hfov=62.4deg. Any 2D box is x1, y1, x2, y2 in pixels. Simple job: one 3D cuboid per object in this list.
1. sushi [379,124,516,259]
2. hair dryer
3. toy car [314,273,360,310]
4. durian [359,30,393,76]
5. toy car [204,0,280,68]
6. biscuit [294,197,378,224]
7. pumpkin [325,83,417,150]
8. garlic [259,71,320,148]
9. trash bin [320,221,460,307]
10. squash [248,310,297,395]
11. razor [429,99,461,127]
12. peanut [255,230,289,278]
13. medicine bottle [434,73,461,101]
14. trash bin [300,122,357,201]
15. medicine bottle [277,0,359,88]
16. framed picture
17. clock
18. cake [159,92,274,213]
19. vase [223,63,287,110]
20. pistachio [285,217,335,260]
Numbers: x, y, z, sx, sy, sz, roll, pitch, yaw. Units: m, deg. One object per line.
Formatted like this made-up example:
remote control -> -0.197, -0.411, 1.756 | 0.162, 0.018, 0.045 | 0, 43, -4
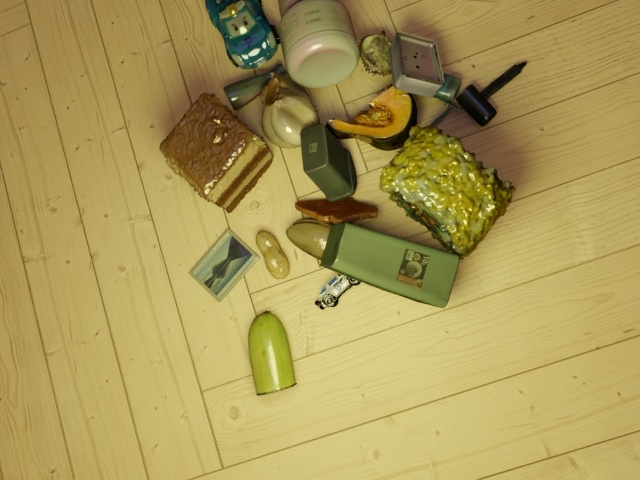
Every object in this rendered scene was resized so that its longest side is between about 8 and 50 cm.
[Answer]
sushi -> 0.344, -0.143, 1.502 | 0.351, 0.396, 0.240 | 41, 93, 17
hair dryer -> 0.569, -0.482, 1.681 | 0.255, 0.070, 0.128 | -37, 79, -2
toy car -> 0.053, 0.151, 1.660 | 0.170, 0.080, 0.070 | -42, 78, 2
durian -> 0.193, -0.608, 1.738 | 0.148, 0.091, 0.189 | 8, 73, -1
toy car -> -0.267, -0.737, 1.787 | 0.198, 0.166, 0.314 | -27, 80, 8
biscuit -> 0.047, -0.093, 1.660 | 0.280, 0.183, 0.043 | 3, 114, 21
pumpkin -> 0.170, -0.402, 1.687 | 0.280, 0.139, 0.190 | 15, 87, 8
garlic -> -0.099, -0.398, 1.709 | 0.185, 0.203, 0.281 | -55, 36, 24
trash bin -> 0.189, 0.070, 1.524 | 0.343, 0.223, 0.158 | 17, 86, -11
squash -> -0.160, 0.343, 1.639 | 0.132, 0.132, 0.247 | -14, 80, 6
razor -> 0.354, -0.366, 1.713 | 0.211, 0.036, 0.084 | -46, 55, 6
peanut -> -0.156, 0.044, 1.705 | 0.080, 0.080, 0.175 | -29, 80, 4
medicine bottle -> 0.345, -0.513, 1.712 | 0.208, 0.054, 0.090 | 21, 68, 17
trash bin -> 0.028, -0.232, 1.633 | 0.101, 0.236, 0.177 | -14, 63, 22
medicine bottle -> -0.016, -0.676, 1.698 | 0.241, 0.241, 0.302 | -14, 72, 6
framed picture -> -0.321, 0.082, 1.757 | 0.150, 0.015, 0.203 | 42, 90, 11
clock -> 0.296, -0.546, 1.636 | 0.144, 0.073, 0.194 | 8, 59, -17
cake -> -0.327, -0.271, 1.671 | 0.255, 0.290, 0.282 | 41, 93, 13
vase -> -0.217, -0.527, 1.794 | 0.214, 0.086, 0.086 | -28, 79, -1
pistachio -> 0.000, 0.000, 1.670 | 0.225, 0.136, 0.136 | 22, 86, 12
